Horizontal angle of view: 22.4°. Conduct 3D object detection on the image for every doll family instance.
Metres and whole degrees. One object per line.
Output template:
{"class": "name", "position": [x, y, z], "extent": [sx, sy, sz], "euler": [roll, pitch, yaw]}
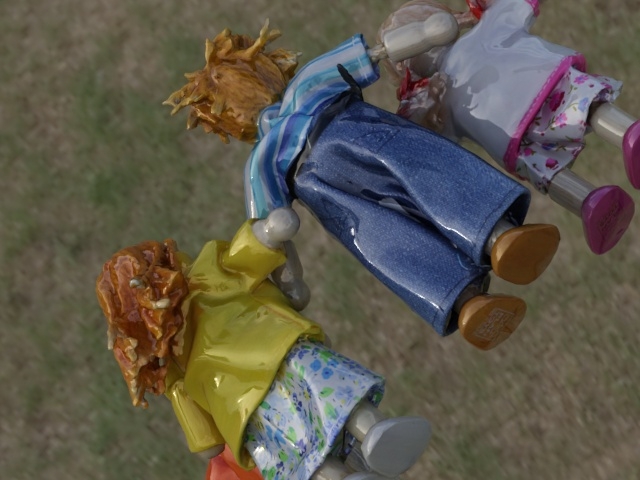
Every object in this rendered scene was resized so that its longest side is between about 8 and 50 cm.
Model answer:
{"class": "doll family", "position": [0.000, 0.000, 0.615], "extent": [0.163, 0.118, 0.263], "euler": [37, 100, 34]}
